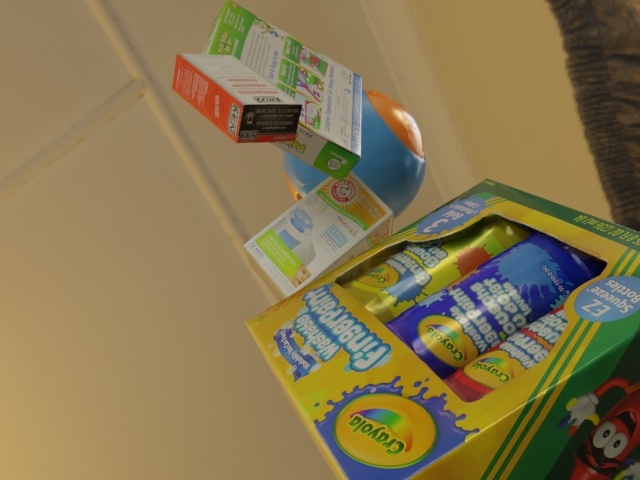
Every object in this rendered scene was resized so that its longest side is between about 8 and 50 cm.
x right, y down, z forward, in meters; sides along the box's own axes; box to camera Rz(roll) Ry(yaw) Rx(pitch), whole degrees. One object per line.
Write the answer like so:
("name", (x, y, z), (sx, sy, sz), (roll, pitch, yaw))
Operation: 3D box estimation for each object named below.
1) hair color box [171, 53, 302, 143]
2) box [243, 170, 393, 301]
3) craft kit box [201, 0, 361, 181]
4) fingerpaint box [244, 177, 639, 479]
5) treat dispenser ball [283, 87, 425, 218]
("hair color box", (-0.088, -0.147, 0.852), (0.072, 0.141, 0.043), (-7, -57, -36))
("box", (0.000, 0.000, 1.267), (0.203, 0.114, 0.103), (-39, -17, -10))
("craft kit box", (-0.055, -0.223, 1.212), (0.247, 0.061, 0.250), (30, -147, -18))
("fingerpaint box", (0.153, 0.119, 0.883), (0.371, 0.445, 0.163), (-30, -70, -7))
("treat dispenser ball", (0.067, -0.162, 1.684), (0.288, 0.288, 0.288), (-8, -77, -40))
